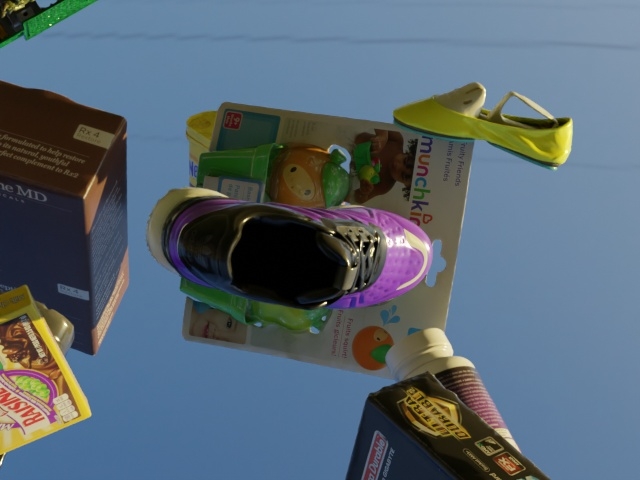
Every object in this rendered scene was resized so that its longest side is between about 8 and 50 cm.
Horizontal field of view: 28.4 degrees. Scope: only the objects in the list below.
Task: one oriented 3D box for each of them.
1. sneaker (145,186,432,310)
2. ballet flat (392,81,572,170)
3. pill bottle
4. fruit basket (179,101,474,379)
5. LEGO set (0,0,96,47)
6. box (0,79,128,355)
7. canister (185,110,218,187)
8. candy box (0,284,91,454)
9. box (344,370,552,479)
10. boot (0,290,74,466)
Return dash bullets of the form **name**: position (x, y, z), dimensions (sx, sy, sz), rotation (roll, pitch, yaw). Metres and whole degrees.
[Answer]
- **sneaker**: position (0.002, 0.021, 1.139), dimensions (0.293, 0.102, 0.146), rotation (5, -172, -33)
- **ballet flat**: position (0.205, -0.152, 1.557), dimensions (0.231, 0.077, 0.077), rotation (14, -157, -10)
- **pill bottle**: position (0.151, 0.204, 1.487), dimensions (0.108, 0.108, 0.193), rotation (-17, -119, -17)
- **fruit basket**: position (0.000, 0.000, 1.622), dimensions (0.353, 0.326, 0.165), rotation (10, -178, 23)
- **LEGO set**: position (-0.286, -0.236, 0.896), dimensions (0.331, 0.192, 0.255), rotation (-33, 180, -4)
- **box**: position (-0.354, -0.020, 1.613), dimensions (0.191, 0.381, 0.143), rotation (17, -126, 4)
- **canister**: position (-0.140, -0.087, 1.839), dimensions (0.073, 0.169, 0.126), rotation (-24, -139, -35)
- **candy box**: position (-0.276, 0.120, 1.110), dimensions (0.105, 0.206, 0.027), rotation (-21, -124, -8)
- **box**: position (0.117, 0.295, 0.907), dimensions (0.073, 0.295, 0.293), rotation (-16, -137, -38)
- **boot**: position (-0.512, 0.227, 1.322), dimensions (0.367, 0.146, 0.445), rotation (14, -120, 17)
